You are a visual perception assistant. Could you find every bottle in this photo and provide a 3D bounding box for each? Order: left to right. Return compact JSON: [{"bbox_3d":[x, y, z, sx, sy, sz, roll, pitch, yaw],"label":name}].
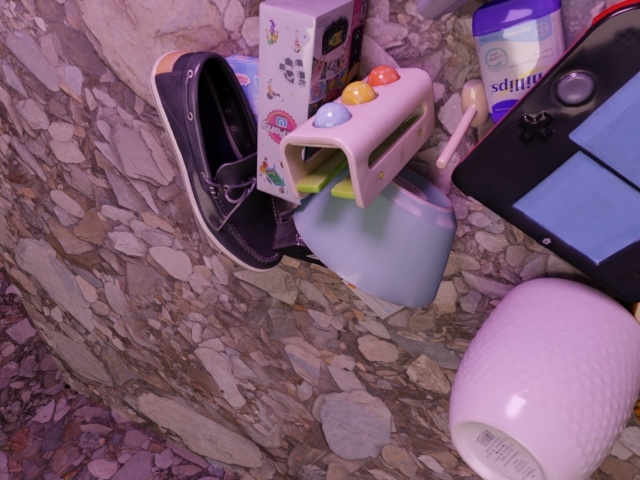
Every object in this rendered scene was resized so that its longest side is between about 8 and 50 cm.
[{"bbox_3d":[0.314,-0.223,0.677,0.118,0.092,0.283,-3,121,36],"label":"bottle"}]

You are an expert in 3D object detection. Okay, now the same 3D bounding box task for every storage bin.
[{"bbox_3d":[0.000,0.000,0.967,0.180,0.085,0.122,17,164,-30],"label":"storage bin"}]

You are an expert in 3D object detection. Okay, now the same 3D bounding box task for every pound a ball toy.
[{"bbox_3d":[0.112,-0.185,0.684,0.208,0.319,0.136,11,132,34],"label":"pound a ball toy"}]

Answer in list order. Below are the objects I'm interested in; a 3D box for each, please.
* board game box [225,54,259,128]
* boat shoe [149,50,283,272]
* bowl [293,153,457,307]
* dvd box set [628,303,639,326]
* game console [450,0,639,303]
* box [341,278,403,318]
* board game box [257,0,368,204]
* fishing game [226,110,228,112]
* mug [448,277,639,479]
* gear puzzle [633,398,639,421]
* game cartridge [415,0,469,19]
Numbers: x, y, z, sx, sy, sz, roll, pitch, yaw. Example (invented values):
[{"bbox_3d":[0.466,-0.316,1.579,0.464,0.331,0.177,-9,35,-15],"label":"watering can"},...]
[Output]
[{"bbox_3d":[-0.111,-0.269,0.938,0.160,0.039,0.212,16,131,21],"label":"board game box"},{"bbox_3d":[-0.180,-0.144,0.928,0.155,0.187,0.501,2,121,39],"label":"boat shoe"},{"bbox_3d":[0.125,-0.043,0.820,0.311,0.311,0.163,34,114,5],"label":"bowl"},{"bbox_3d":[0.683,0.066,0.690,0.307,0.062,0.421,10,127,26],"label":"dvd box set"},{"bbox_3d":[0.433,-0.091,0.618,0.386,0.060,0.342,34,133,-3],"label":"game console"},{"bbox_3d":[0.158,0.093,1.047,0.145,0.038,0.186,43,133,-3],"label":"box"},{"bbox_3d":[-0.015,-0.251,0.767,0.097,0.224,0.304,21,132,15],"label":"board game box"},{"bbox_3d":[-0.294,-0.280,1.044,0.189,0.041,0.264,9,127,22],"label":"fishing game"},{"bbox_3d":[0.374,0.295,0.835,0.276,0.328,0.374,43,143,15],"label":"mug"},{"bbox_3d":[0.681,0.249,0.751,0.175,0.044,0.339,37,134,3],"label":"gear puzzle"},{"bbox_3d":[0.152,-0.437,0.509,0.062,0.198,0.298,-8,102,-2],"label":"game cartridge"}]
